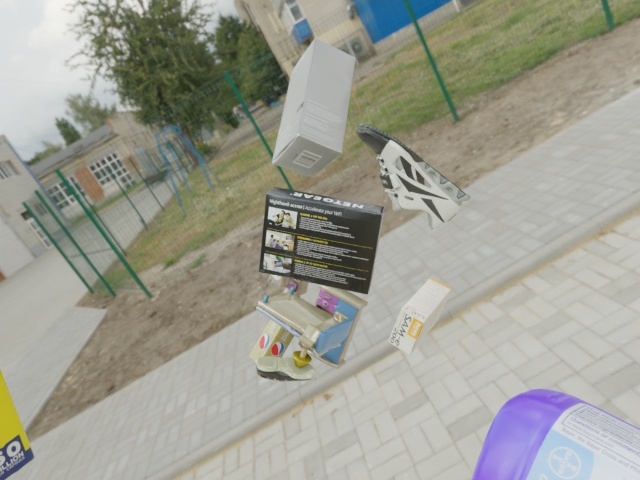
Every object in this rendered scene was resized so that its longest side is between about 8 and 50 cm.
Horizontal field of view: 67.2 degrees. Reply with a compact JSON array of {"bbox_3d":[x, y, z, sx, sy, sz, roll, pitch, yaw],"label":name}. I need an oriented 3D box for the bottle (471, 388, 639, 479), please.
[{"bbox_3d":[0.217,0.189,0.241,0.092,0.118,0.282,4,14,-43],"label":"bottle"}]

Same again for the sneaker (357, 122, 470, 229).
[{"bbox_3d":[0.200,-0.153,1.196,0.146,0.330,0.122,-50,2,14],"label":"sneaker"}]

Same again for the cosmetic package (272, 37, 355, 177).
[{"bbox_3d":[-0.012,-0.262,0.961,0.127,0.107,0.238,-34,45,56],"label":"cosmetic package"}]

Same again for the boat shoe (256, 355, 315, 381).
[{"bbox_3d":[-0.078,0.290,1.074,0.132,0.042,0.049,9,45,-1],"label":"boat shoe"}]

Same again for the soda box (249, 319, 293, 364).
[{"bbox_3d":[-0.114,0.255,1.298,0.061,0.058,0.181,26,84,54],"label":"soda box"}]

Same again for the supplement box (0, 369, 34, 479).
[{"bbox_3d":[-0.589,0.206,0.662,0.195,0.357,0.194,6,24,27],"label":"supplement box"}]

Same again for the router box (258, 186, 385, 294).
[{"bbox_3d":[0.000,0.000,0.743,0.178,0.133,0.046,11,21,8],"label":"router box"}]

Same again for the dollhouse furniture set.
[{"bbox_3d":[-0.071,0.219,1.211,0.286,0.198,0.303,26,18,25],"label":"dollhouse furniture set"}]

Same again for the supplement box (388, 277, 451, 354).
[{"bbox_3d":[0.136,0.101,0.654,0.036,0.062,0.098,29,35,23],"label":"supplement box"}]
